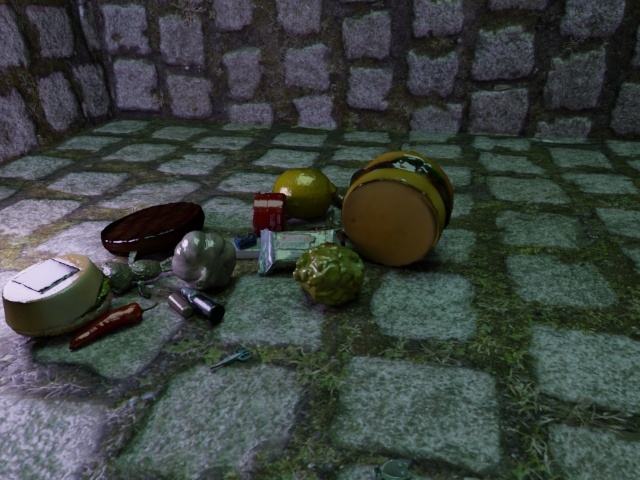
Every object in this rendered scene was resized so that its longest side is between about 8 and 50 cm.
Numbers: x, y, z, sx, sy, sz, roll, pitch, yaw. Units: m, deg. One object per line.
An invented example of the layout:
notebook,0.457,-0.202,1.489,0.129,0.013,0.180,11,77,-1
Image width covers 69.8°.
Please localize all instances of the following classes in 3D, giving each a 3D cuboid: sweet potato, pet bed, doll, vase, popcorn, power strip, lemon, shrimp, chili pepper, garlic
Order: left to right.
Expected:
chili pepper,-0.616,0.241,1.369,0.272,0.064,0.071,-25,24,-32
doll,-0.609,0.098,1.600,0.202,0.091,0.286,42,53,6
vase,-0.381,0.194,1.446,0.059,0.060,0.211,-26,32,-37
garlic,-0.373,0.091,1.495,0.218,0.219,0.212,-7,29,-12
power strip,-0.359,0.029,1.760,0.366,0.043,0.106,0,29,2
lemon,-0.071,-0.204,1.989,0.287,0.234,0.234,-3,29,4
pet bed,0.000,0.000,1.795,0.201,0.054,0.201,-3,24,1
sweet potato,0.026,-0.233,2.173,0.385,0.109,0.109,27,39,32
popcorn,0.026,0.102,1.475,0.234,0.181,0.217,1,27,-6
shrimp,0.086,-0.089,1.954,0.145,0.059,0.254,-18,37,-10
power strip,0.146,0.474,0.946,0.083,0.035,0.055,-3,29,-9

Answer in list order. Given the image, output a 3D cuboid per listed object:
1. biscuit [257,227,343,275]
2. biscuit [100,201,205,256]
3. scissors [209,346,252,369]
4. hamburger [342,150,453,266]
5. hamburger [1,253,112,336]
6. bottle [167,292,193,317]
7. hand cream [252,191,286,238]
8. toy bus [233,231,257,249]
biscuit,-0.069,0.038,1.658,0.308,0.079,0.186,0,62,-1
biscuit,-0.660,-0.046,1.829,0.406,0.091,0.407,-10,24,4
scissors,-0.247,0.324,1.250,0.119,0.014,0.058,-18,29,-33
hamburger,0.277,-0.120,1.669,0.395,0.396,0.277,12,38,21
hamburger,-0.792,0.172,1.387,0.301,0.171,0.302,-5,31,3
bottle,-0.440,0.205,1.442,0.045,0.045,0.096,-25,39,-37
hand cream,-0.201,-0.099,1.836,0.125,0.193,0.193,2,29,-3
toy bus,-0.280,0.001,1.716,0.083,0.046,0.038,-18,34,-33
